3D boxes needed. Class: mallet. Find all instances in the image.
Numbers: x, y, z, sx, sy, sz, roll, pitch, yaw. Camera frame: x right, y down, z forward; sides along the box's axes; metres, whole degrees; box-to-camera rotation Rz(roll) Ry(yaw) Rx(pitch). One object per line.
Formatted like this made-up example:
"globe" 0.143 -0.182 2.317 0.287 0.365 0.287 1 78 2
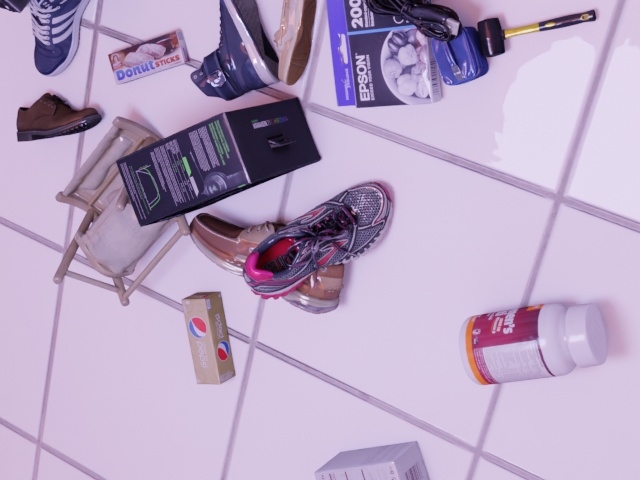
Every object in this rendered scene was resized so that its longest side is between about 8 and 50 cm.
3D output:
"mallet" 0.342 -0.328 1.711 0.190 0.039 0.062 0 102 26

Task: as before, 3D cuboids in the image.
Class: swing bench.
"swing bench" -0.392 -0.057 2.118 0.253 0.165 0.254 -45 38 33

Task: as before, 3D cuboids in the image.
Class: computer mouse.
"computer mouse" 0.182 -0.468 1.709 0.188 0.072 0.272 30 103 26

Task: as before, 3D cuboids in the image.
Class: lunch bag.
"lunch bag" 0.226 -0.306 1.764 0.067 0.065 0.098 -18 94 33

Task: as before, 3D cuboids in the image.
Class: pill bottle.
"pill bottle" 0.352 0.169 1.785 0.221 0.121 0.121 -13 96 32

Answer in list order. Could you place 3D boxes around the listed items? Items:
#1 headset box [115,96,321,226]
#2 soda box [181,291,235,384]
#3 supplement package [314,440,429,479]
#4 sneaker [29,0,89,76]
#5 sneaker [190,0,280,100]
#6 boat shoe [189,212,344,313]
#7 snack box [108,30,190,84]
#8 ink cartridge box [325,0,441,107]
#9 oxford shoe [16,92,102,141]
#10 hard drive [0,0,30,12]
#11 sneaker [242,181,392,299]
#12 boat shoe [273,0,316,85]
"headset box" -0.172 -0.147 1.935 0.283 0.246 0.131 -20 92 32
"soda box" -0.225 0.197 2.169 0.061 0.058 0.181 -3 101 31
"supplement package" 0.098 0.452 2.020 0.179 0.105 0.105 -15 95 33
"sneaker" -0.543 -0.445 2.125 0.099 0.153 0.282 38 119 16
"sneaker" -0.183 -0.368 1.975 0.163 0.086 0.226 -19 94 30
"boat shoe" -0.094 0.017 2.017 0.324 0.123 0.116 26 112 12
"snack box" -0.336 -0.356 2.106 0.178 0.022 0.064 -11 99 32
"ink cartridge box" 0.098 -0.332 1.846 0.208 0.045 0.206 0 103 32
"oxford shoe" -0.548 -0.259 2.223 0.227 0.083 0.096 -3 97 30
"hard drive" -0.573 -0.550 2.024 0.237 0.064 0.339 -54 37 -8
"sneaker" 0.000 0.000 1.891 0.299 0.112 0.121 -36 76 -6
"boat shoe" -0.052 -0.363 1.918 0.059 0.063 0.170 19 103 28
